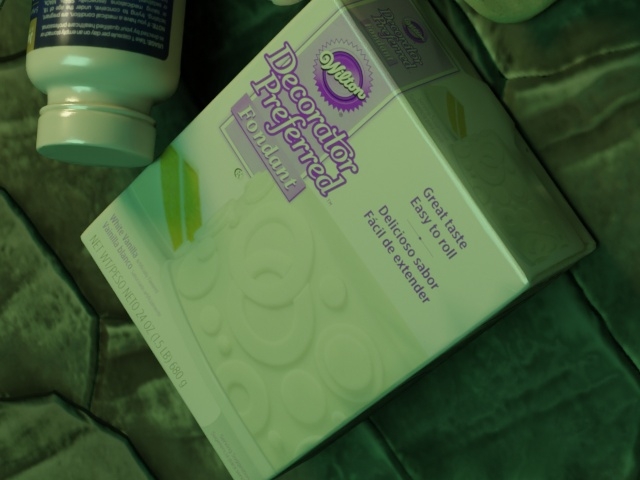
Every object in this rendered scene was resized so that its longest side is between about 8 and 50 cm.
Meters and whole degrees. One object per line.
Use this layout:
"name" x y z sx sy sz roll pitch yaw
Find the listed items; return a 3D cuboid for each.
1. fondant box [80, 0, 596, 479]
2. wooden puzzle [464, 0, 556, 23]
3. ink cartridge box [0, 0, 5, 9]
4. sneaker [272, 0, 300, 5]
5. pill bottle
"fondant box" 0.000 0.000 1.320 0.330 0.096 0.238 -41 79 39
"wooden puzzle" 0.067 -0.269 1.034 0.322 0.080 0.348 41 155 -8
"ink cartridge box" -0.243 -0.310 1.320 0.283 0.117 0.207 -52 33 41
"sneaker" -0.061 -0.292 1.277 0.115 0.105 0.281 -20 84 53
"pill bottle" -0.152 -0.151 1.334 0.112 0.112 0.186 -3 79 39
